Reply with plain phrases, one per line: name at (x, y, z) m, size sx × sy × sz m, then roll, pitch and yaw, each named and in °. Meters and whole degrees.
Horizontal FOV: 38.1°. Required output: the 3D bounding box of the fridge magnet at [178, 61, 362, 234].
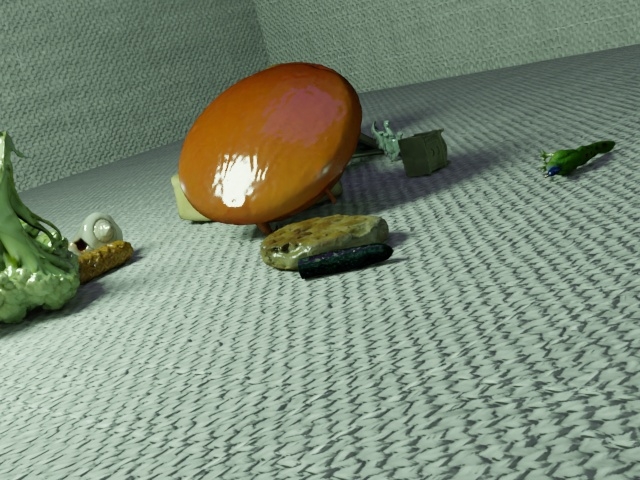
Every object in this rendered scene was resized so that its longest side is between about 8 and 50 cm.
fridge magnet at (-0.090, -0.174, 1.678) m, size 0.363 × 0.155 × 0.363 m, roll -14°, pitch 51°, yaw 19°

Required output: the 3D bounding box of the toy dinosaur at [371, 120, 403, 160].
toy dinosaur at (0.151, -0.225, 2.087) m, size 0.039 × 0.082 × 0.209 m, roll -23°, pitch 32°, yaw -6°

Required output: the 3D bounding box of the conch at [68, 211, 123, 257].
conch at (-0.447, 0.005, 1.766) m, size 0.176 × 0.094 × 0.104 m, roll -10°, pitch 52°, yaw 37°

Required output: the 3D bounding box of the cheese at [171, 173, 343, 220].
cheese at (-0.136, -0.124, 1.936) m, size 0.384 × 0.104 × 0.384 m, roll -12°, pitch 13°, yaw 3°

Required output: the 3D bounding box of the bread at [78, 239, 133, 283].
bread at (-0.398, 0.038, 1.664) m, size 0.052 × 0.044 × 0.157 m, roll -3°, pitch 17°, yaw 33°

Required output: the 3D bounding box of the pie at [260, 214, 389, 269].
pie at (0.000, 0.000, 1.382) m, size 0.195 × 0.046 × 0.195 m, roll -13°, pitch 11°, yaw 3°

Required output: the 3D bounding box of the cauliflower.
cauliflower at (-0.542, 0.010, 1.466) m, size 0.327 × 0.281 × 0.260 m, roll 5°, pitch 50°, yaw 14°

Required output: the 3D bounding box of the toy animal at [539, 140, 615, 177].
toy animal at (0.411, -0.137, 1.534) m, size 0.075 × 0.041 × 0.217 m, roll -1°, pitch 14°, yaw 41°

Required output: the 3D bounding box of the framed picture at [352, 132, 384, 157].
framed picture at (-0.023, -0.230, 2.213) m, size 0.315 × 0.024 × 0.232 m, roll -3°, pitch -13°, yaw 40°

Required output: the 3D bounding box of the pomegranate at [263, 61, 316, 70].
pomegranate at (-0.079, -0.334, 2.445) m, size 0.307 × 0.307 × 0.307 m, roll -14°, pitch 13°, yaw 3°

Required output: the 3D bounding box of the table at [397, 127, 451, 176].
table at (0.208, -0.175, 1.831) m, size 0.062 × 0.079 × 0.083 m, roll -5°, pitch 14°, yaw 42°

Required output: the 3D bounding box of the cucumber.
cucumber at (0.035, 0.025, 1.260) m, size 0.133 × 0.032 × 0.032 m, roll -13°, pitch 13°, yaw 12°
